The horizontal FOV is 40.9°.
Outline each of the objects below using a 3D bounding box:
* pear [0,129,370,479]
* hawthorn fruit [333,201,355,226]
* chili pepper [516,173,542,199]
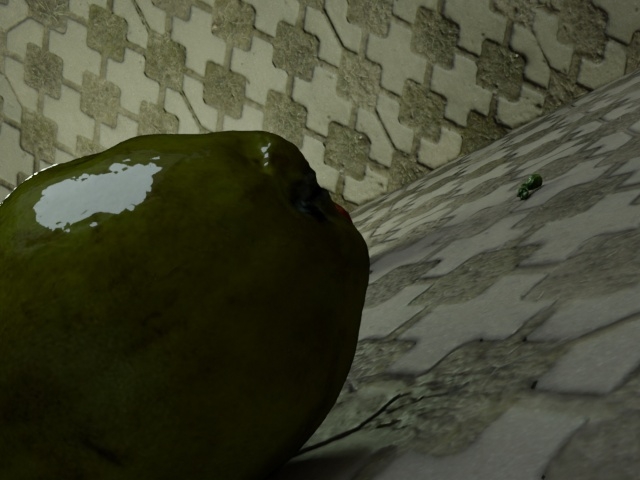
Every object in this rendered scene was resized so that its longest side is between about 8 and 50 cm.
[{"bbox_3d":[-0.152,0.081,0.813,0.413,0.352,0.352,-39,5,-3],"label":"pear"},{"bbox_3d":[0.000,0.000,1.830,0.207,0.207,0.243,-31,10,-35],"label":"hawthorn fruit"},{"bbox_3d":[0.393,-0.102,1.625,0.034,0.030,0.091,7,28,34],"label":"chili pepper"}]
